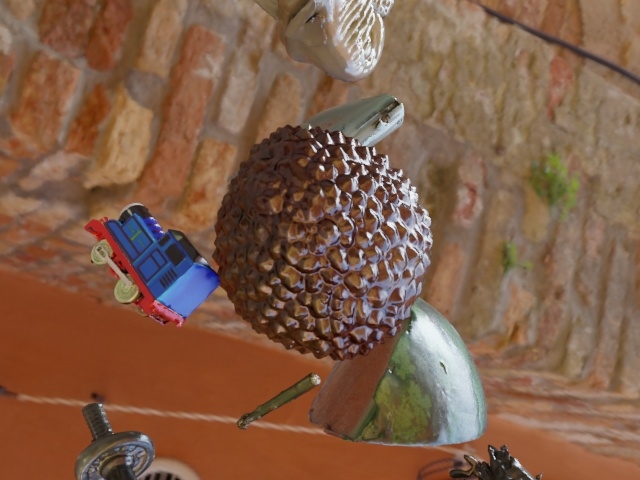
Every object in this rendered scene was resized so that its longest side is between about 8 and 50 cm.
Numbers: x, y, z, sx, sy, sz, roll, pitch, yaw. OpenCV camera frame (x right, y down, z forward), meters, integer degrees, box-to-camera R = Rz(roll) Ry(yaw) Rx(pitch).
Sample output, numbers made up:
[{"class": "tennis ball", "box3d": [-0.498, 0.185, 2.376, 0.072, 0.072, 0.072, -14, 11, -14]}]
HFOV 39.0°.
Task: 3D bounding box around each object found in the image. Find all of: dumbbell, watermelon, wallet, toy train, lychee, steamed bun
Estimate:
[{"class": "dumbbell", "box3d": [-0.175, 0.252, 0.852, 0.254, 0.081, 0.082, 54, -53, 37]}, {"class": "watermelon", "box3d": [0.129, 0.177, 1.352, 0.292, 0.319, 0.222, 167, -76, -67]}, {"class": "wallet", "box3d": [-0.007, -0.132, 1.358, 0.250, 0.075, 0.176, -40, -159, -32]}, {"class": "toy train", "box3d": [-0.242, 0.027, 1.285, 0.131, 0.083, 0.204, -44, -126, 2]}, {"class": "lychee", "box3d": [0.000, 0.000, 0.927, 0.271, 0.235, 0.236, 55, 45, -61]}, {"class": "steamed bun", "box3d": [-0.011, -0.306, 1.064, 0.144, 0.218, 0.211, 1, -125, 29]}]

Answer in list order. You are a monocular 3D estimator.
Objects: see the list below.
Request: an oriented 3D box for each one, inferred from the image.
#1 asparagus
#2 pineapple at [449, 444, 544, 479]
[{"class": "asparagus", "box3d": [-0.046, 0.169, 0.942, 0.127, 0.018, 0.015, -37, -113, 35]}, {"class": "pineapple", "box3d": [0.168, 0.327, 0.958, 0.278, 0.158, 0.158, -40, 174, -40]}]
